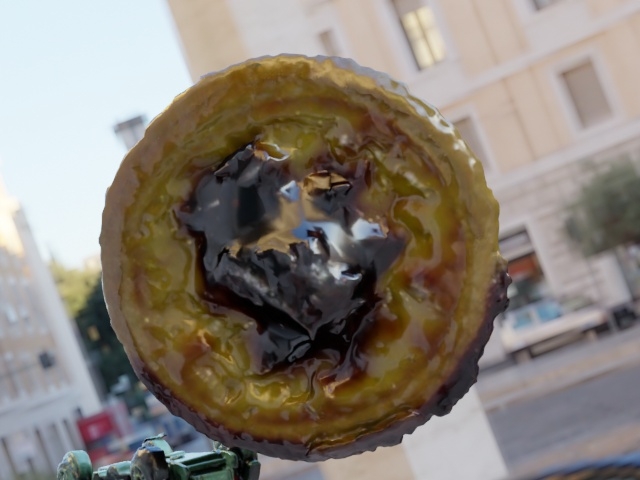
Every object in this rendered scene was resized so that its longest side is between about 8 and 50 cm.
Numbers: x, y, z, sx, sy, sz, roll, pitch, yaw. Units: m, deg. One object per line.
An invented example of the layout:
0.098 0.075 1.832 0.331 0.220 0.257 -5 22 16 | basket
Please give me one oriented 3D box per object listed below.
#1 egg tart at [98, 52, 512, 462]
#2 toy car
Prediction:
0.000 0.000 0.994 0.215 0.215 0.171 -22 7 15 | egg tart
-0.094 0.139 1.066 0.073 0.054 0.143 -11 -3 -33 | toy car
